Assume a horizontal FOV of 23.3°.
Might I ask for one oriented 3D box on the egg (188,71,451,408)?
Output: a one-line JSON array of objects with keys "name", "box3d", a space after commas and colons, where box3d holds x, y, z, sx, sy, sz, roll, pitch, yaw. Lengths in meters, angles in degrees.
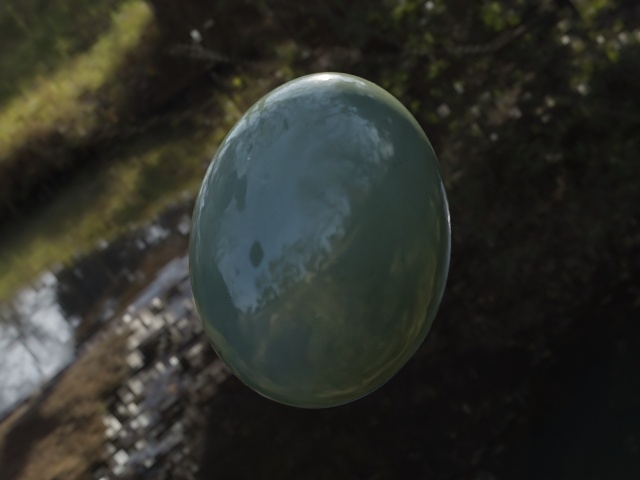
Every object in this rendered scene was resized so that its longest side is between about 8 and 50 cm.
[{"name": "egg", "box3d": [0.000, 0.000, 0.888, 0.149, 0.192, 0.149, 6, 4, 0]}]
